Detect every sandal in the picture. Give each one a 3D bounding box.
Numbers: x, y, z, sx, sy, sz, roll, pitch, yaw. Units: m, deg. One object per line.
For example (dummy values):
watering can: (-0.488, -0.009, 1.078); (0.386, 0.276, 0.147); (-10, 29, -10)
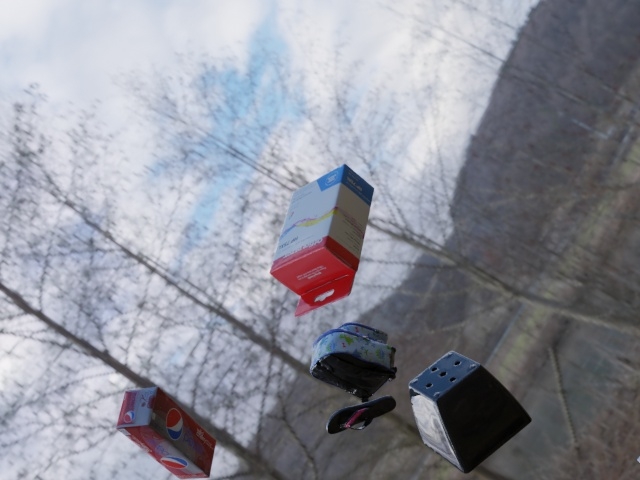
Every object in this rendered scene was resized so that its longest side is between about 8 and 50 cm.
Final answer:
sandal: (0.097, 0.421, 2.050); (0.179, 0.040, 0.067); (-22, -49, 2)

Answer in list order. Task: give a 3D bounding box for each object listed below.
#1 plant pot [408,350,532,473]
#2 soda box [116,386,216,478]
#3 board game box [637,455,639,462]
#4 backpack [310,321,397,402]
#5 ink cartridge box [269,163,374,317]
plant pot: (0.299, 0.347, 1.835); (0.188, 0.167, 0.187); (-34, 18, -14)
soda box: (-0.322, 0.413, 1.830); (0.263, 0.084, 0.092); (59, -151, -45)
board game box: (0.788, 0.381, 1.718); (0.305, 0.053, 0.193); (-57, 19, 9)
backpack: (0.045, 0.176, 1.296); (0.105, 0.114, 0.084); (-50, 26, 43)
ink cartridge box: (0.000, 0.000, 1.414); (0.134, 0.078, 0.231); (-27, 36, 39)
